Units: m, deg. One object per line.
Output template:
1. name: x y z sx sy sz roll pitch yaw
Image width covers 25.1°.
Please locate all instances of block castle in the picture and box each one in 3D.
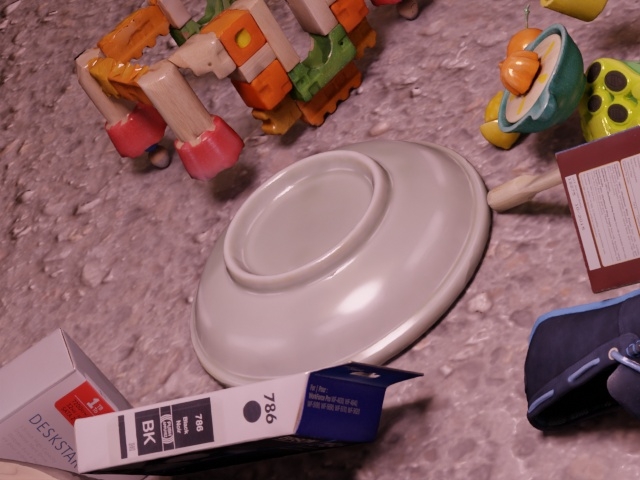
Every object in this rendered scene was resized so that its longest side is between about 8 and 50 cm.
1. block castle: -0.091 -0.283 2.011 0.453 0.213 0.303 -45 32 -18

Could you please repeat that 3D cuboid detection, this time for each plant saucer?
1. plant saucer: 0.000 0.000 1.685 0.400 0.100 0.400 -22 36 17

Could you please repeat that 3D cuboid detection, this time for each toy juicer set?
1. toy juicer set: 0.226 -0.159 1.626 0.209 0.089 0.329 -47 22 51

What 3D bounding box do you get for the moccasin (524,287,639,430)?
1. moccasin: 0.304 0.112 1.250 0.342 0.138 0.117 -30 40 62

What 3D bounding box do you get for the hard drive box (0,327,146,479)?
1. hard drive box: -0.326 0.238 1.602 0.232 0.181 0.089 -36 35 0

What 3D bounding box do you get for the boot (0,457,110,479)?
1. boot: -0.237 0.377 1.398 0.377 0.138 0.284 9 63 22

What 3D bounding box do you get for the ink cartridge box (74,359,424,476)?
1. ink cartridge box: -0.070 0.187 1.461 0.333 0.165 0.065 -16 73 28

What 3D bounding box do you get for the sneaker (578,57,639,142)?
1. sneaker: 0.389 -0.146 1.547 0.295 0.123 0.109 5 93 59

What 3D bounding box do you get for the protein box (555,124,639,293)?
1. protein box: 0.361 -0.051 1.297 0.201 0.136 0.200 -18 -5 42
